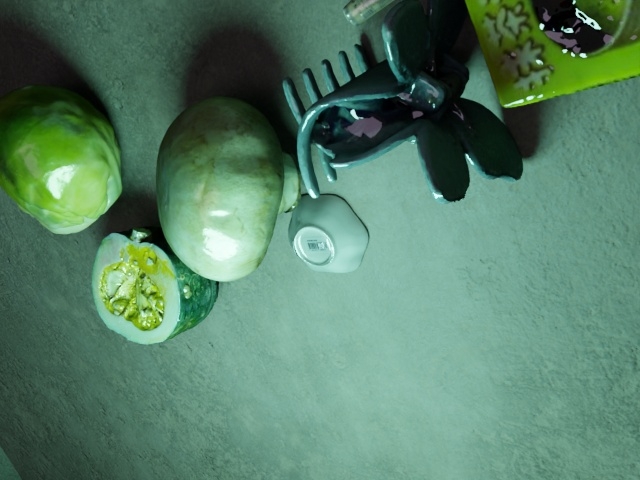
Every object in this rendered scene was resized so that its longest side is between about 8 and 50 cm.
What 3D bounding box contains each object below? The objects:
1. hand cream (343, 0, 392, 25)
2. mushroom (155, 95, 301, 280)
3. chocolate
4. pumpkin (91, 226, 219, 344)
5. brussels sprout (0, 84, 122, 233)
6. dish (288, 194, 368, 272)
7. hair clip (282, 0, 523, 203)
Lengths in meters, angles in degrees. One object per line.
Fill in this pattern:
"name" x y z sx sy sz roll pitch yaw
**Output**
"hand cream" 0.098 -0.411 1.097 0.143 0.039 0.061 -31 98 30
"mushroom" -0.182 -0.100 1.288 0.352 0.260 0.353 21 114 61
"chocolate" 0.337 -0.345 0.896 0.288 0.137 0.301 -7 116 41
"pumpkin" -0.363 0.086 1.549 0.292 0.196 0.264 18 112 29
"brussels sprout" -0.594 -0.187 1.501 0.344 0.268 0.344 31 149 21
"dish" 0.000 0.000 1.362 0.190 0.066 0.191 15 123 24
"hair clip" 0.117 -0.213 1.021 0.238 0.318 0.392 -6 114 36
